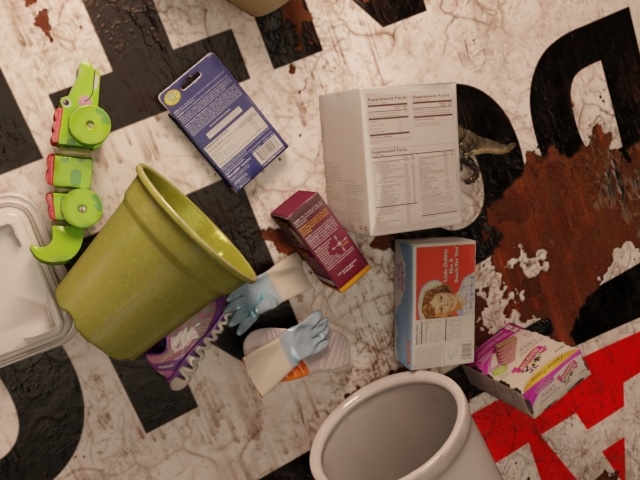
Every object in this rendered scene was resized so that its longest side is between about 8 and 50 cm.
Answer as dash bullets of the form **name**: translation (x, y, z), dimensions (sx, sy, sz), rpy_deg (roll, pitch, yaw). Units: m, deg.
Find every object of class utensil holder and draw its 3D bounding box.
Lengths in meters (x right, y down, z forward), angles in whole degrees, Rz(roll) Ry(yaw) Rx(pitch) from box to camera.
- **utensil holder**: translation (0.205, 0.511, 1.413), dimensions (0.328, 0.328, 0.385), rpy_deg (-33, 110, -15)

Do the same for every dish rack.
- **dish rack**: translation (-0.593, 0.097, 1.176), dimensions (0.333, 0.072, 0.285), rpy_deg (-21, 105, -17)

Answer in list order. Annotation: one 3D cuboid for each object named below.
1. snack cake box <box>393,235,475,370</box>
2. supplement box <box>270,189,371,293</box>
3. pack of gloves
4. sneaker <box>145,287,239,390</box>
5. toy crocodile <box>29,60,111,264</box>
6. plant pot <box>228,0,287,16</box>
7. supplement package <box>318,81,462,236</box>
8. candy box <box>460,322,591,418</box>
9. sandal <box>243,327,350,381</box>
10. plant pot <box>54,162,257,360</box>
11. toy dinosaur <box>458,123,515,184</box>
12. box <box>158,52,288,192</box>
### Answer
- **snack cake box**: translation (0.238, 0.128, 1.498), dimensions (0.152, 0.089, 0.264), rpy_deg (-3, 98, -19)
- **supplement box**: translation (0.000, 0.000, 1.378), dimensions (0.081, 0.104, 0.188), rpy_deg (-40, 109, -13)
- **pack of gloves**: translation (-0.065, 0.148, 1.332), dimensions (0.232, 0.046, 0.195), rpy_deg (-32, 98, -45)
- **sneaker**: translation (-0.240, 0.155, 1.314), dimensions (0.105, 0.095, 0.236), rpy_deg (34, 85, -14)
- **toy crocodile**: translation (-0.414, -0.126, 1.187), dimensions (0.105, 0.115, 0.340), rpy_deg (5, 93, -23)
- **plant pot**: translation (-0.146, -0.524, 1.193), dimensions (0.256, 0.256, 0.274), rpy_deg (-48, 126, -9)
- **supplement package**: translation (0.131, -0.157, 1.356), dimensions (0.198, 0.199, 0.262), rpy_deg (-8, 100, -21)
- **candy box**: translation (0.425, 0.268, 1.511), dimensions (0.159, 0.233, 0.071), rpy_deg (-34, 108, -15)
- **sandal**: translation (-0.054, 0.228, 1.404), dimensions (0.265, 0.076, 0.101), rpy_deg (8, 72, -42)
- **plant pot**: translation (-0.293, 0.055, 1.206), dimensions (0.254, 0.276, 0.276), rpy_deg (-44, 110, 2)
- **toy dinosaur**: translation (0.305, -0.184, 1.500), dimensions (0.268, 0.064, 0.118), rpy_deg (13, 86, -26)
- **box**: translation (-0.179, -0.216, 1.314), dimensions (0.136, 0.036, 0.225), rpy_deg (-43, 111, -12)
